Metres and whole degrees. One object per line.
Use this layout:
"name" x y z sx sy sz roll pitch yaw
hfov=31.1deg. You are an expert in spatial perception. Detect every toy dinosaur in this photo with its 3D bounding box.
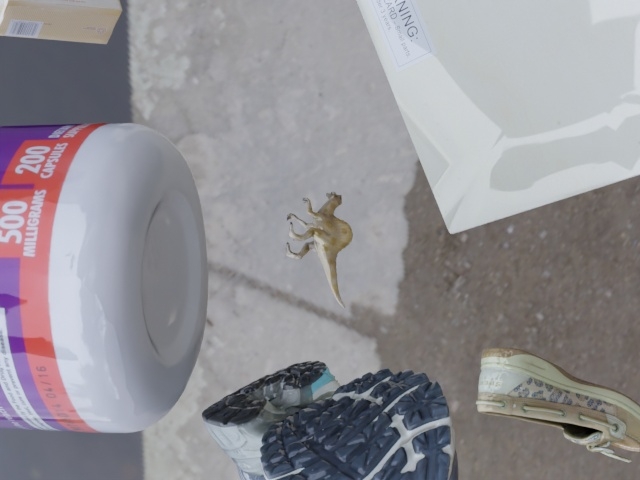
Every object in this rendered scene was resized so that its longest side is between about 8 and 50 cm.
"toy dinosaur" 0.000 0.000 1.606 0.092 0.183 0.053 3 153 -7

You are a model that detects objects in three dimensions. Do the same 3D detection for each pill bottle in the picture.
"pill bottle" -0.242 0.021 0.699 0.322 0.181 0.182 0 121 12

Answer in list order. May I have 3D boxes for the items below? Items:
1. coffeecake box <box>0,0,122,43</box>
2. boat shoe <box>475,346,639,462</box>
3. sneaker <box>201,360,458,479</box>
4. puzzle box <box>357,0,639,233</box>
"coffeecake box" -0.338 -0.339 1.411 0.068 0.142 0.186 -49 51 47
"boat shoe" 0.318 0.227 1.494 0.285 0.089 0.104 25 159 -20
"sneaker" 0.022 0.149 0.692 0.122 0.110 0.283 64 165 -9
"puzzle box" 0.131 -0.230 0.786 0.272 0.052 0.409 -18 95 43
